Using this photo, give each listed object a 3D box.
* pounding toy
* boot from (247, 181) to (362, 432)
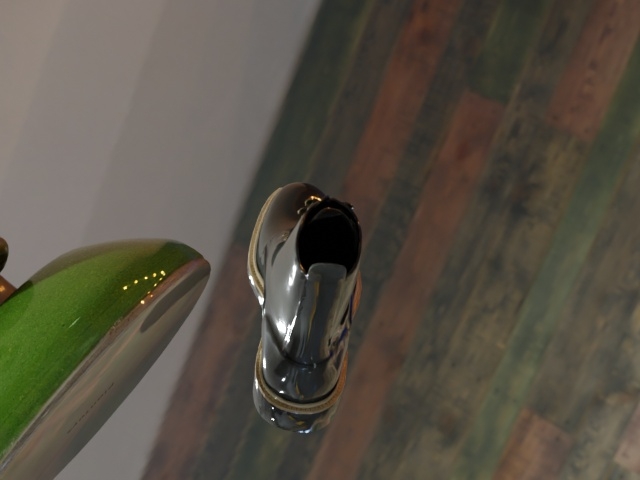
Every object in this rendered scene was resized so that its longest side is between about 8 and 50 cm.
[{"bbox_3d":[-0.164,0.059,0.628,0.183,0.110,0.237,-54,-6,38],"label":"pounding toy"},{"bbox_3d":[0.000,0.000,0.827,0.077,0.198,0.137,3,-46,-9],"label":"boot"}]
